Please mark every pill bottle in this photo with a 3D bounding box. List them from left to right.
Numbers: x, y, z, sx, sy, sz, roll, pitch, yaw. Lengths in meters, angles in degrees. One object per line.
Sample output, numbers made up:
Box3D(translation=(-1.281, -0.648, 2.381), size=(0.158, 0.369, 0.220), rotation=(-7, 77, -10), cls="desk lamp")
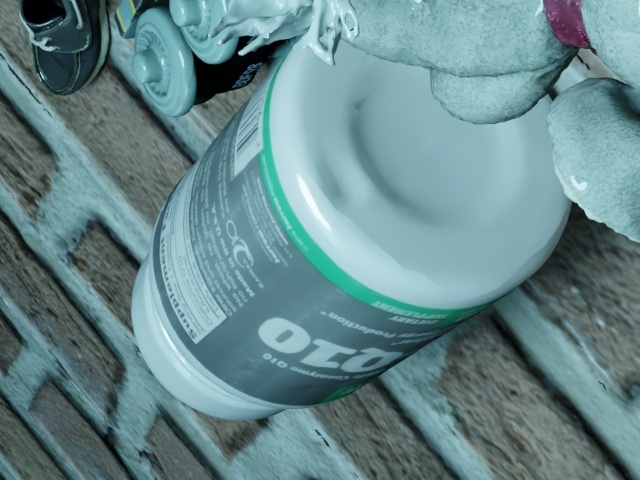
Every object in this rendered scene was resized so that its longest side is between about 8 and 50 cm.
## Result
Box3D(translation=(0.000, 0.000, 1.051), size=(0.204, 0.204, 0.361), rotation=(52, 149, 2), cls="pill bottle")

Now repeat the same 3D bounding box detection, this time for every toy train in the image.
Box3D(translation=(-0.053, -0.212, 0.982), size=(0.334, 0.142, 0.190), rotation=(-40, 68, 62), cls="toy train")

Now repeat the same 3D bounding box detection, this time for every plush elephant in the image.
Box3D(translation=(0.135, -0.149, 0.695), size=(0.255, 0.330, 0.272), rotation=(17, 129, 19), cls="plush elephant")

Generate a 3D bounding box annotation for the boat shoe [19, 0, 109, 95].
Box3D(translation=(-0.226, -0.200, 1.275), size=(0.084, 0.079, 0.233), rotation=(43, 149, 13), cls="boat shoe")
